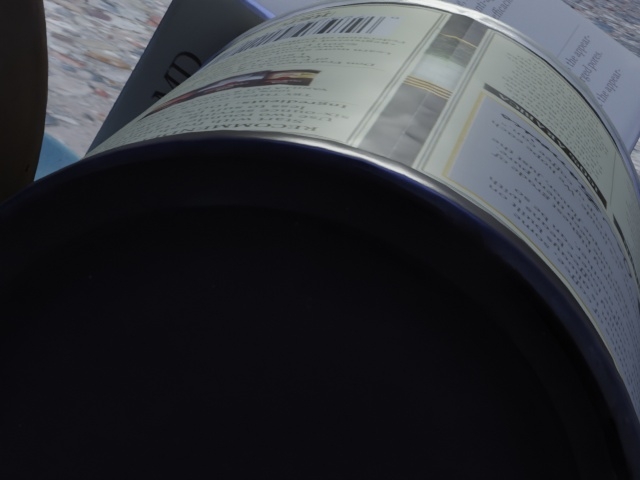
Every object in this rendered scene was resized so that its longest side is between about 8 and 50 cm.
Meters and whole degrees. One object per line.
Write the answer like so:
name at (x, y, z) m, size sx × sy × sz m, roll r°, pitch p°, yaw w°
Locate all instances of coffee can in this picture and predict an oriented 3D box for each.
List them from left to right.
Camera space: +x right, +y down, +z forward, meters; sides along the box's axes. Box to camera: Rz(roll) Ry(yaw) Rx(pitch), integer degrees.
coffee can at (0.003, 0.040, 0.610) m, size 0.201 × 0.201 × 0.275 m, roll 23°, pitch 17°, yaw 3°

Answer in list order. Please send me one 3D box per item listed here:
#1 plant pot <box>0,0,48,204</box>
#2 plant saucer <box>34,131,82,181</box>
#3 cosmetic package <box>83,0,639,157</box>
plant pot at (-0.252, -0.058, 0.594) m, size 0.263 × 0.263 × 0.229 m, roll 31°, pitch 38°, yaw 26°
plant saucer at (-0.188, -0.030, 0.864) m, size 0.195 × 0.037 × 0.195 m, roll 19°, pitch 17°, yaw -6°
cosmetic package at (0.018, -0.041, 0.834) m, size 0.184 × 0.151 × 0.151 m, roll 35°, pitch 38°, yaw 1°
